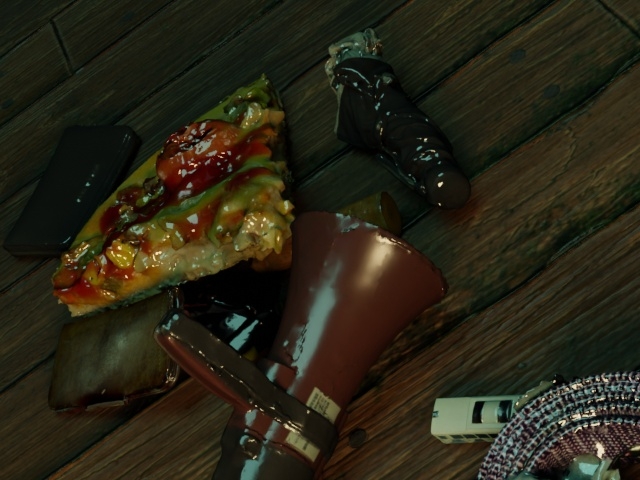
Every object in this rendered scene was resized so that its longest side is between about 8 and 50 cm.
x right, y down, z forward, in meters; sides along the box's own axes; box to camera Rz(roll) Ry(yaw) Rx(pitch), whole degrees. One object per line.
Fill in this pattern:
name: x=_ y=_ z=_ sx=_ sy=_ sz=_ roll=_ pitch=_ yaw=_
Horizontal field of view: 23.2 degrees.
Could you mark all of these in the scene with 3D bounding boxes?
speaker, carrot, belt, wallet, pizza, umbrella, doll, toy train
speaker: x=-0.021 y=0.120 z=1.675 sx=0.198 sy=0.259 sz=0.329 roll=16 pitch=61 yaw=27
carrot: x=0.000 y=0.000 z=1.946 sx=0.209 sy=0.061 sz=0.061 roll=-21 pitch=42 yaw=26
belt: x=0.293 y=0.256 z=1.414 sx=0.325 sy=0.122 sz=0.260 roll=25 pitch=69 yaw=40
wallet: x=-0.365 y=-0.079 z=2.308 sx=0.149 sy=0.044 sz=0.250 roll=2 pitch=53 yaw=34
pizza: x=-0.144 y=-0.067 z=2.012 sx=0.440 sy=0.130 sz=0.406 roll=-48 pitch=27 yaw=-18
wallet: x=-0.260 y=0.146 z=1.966 sx=0.255 sy=0.031 sz=0.137 roll=-18 pitch=60 yaw=45
umbrella: x=0.088 y=-0.146 z=1.973 sx=0.106 sy=0.113 sz=0.358 roll=-18 pitch=38 yaw=-10
doll: x=-0.126 y=0.104 z=1.921 sx=0.248 sy=0.088 sz=0.127 roll=-11 pitch=68 yaw=43
toy train: x=0.212 y=0.183 z=1.607 sx=0.207 sy=0.047 sz=0.043 roll=-6 pitch=61 yaw=34
